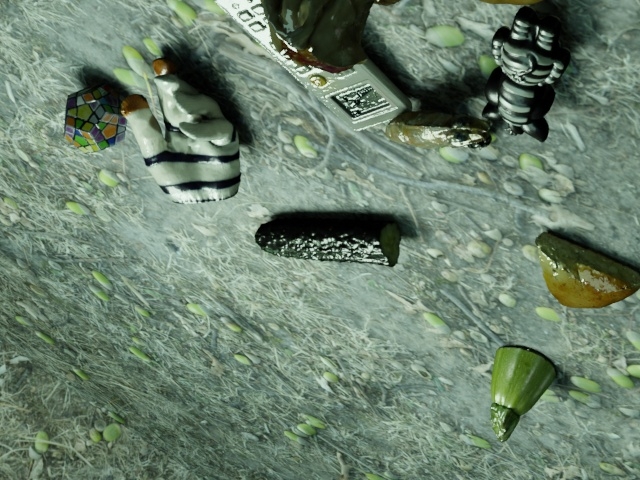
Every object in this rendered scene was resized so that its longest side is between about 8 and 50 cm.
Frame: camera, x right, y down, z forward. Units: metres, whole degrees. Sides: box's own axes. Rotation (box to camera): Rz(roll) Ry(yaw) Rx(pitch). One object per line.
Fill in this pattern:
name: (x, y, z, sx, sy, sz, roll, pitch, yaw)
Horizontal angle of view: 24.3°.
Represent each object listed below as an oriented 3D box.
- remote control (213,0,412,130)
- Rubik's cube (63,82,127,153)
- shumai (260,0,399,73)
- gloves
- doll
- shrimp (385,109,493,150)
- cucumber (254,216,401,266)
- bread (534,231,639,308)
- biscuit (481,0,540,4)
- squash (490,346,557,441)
remote control: (-0.013, -0.258, 1.882, 0.109, 0.055, 0.313, -15, 134, 44)
Rubik's cube: (-0.342, -0.186, 2.267, 0.111, 0.111, 0.093, -4, 110, 47)
shumai: (-0.012, -0.296, 1.664, 0.218, 0.185, 0.184, 35, 152, -10)
gloves: (-0.192, -0.164, 2.156, 0.140, 0.131, 0.219, 7, 115, 40)
doll: (0.238, -0.193, 1.729, 0.091, 0.067, 0.219, 21, 151, 10)
shrimp: (0.167, -0.133, 1.867, 0.126, 0.048, 0.223, 11, 179, -25)
cucumber: (-0.001, 0.000, 2.276, 0.300, 0.072, 0.072, 2, 142, 41)
bread: (0.354, 0.059, 2.058, 0.154, 0.054, 0.136, 28, 156, 9)
biscuit: (0.141, -0.356, 1.522, 0.213, 0.091, 0.274, -7, 137, 45)
squash: (0.298, 0.245, 2.332, 0.105, 0.132, 0.105, 23, 154, 12)
